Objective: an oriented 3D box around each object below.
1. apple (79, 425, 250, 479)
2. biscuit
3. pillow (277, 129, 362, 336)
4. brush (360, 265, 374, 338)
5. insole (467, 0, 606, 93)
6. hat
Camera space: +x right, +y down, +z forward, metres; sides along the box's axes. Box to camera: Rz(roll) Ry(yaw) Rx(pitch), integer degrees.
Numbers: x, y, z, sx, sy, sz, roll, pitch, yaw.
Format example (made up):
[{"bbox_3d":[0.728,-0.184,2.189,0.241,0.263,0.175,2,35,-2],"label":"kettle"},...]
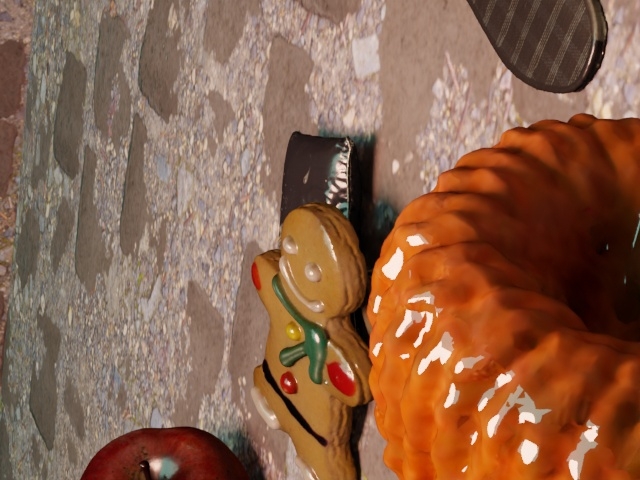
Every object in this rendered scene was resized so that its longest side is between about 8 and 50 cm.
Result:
[{"bbox_3d":[-0.169,0.318,1.539,0.234,0.234,0.234,-179,90,-66],"label":"apple"},{"bbox_3d":[-0.014,0.094,1.290,0.197,0.049,0.301,46,142,36],"label":"biscuit"},{"bbox_3d":[0.000,0.000,1.339,0.141,0.055,0.208,-167,76,-63],"label":"pillow"},{"bbox_3d":[0.066,0.105,1.232,0.034,0.028,0.190,129,129,-60],"label":"brush"},{"bbox_3d":[0.140,-0.209,1.081,0.309,0.012,0.110,-116,34,-45],"label":"insole"},{"bbox_3d":[0.169,0.130,0.775,0.400,0.285,0.285,89,166,-52],"label":"hat"}]
